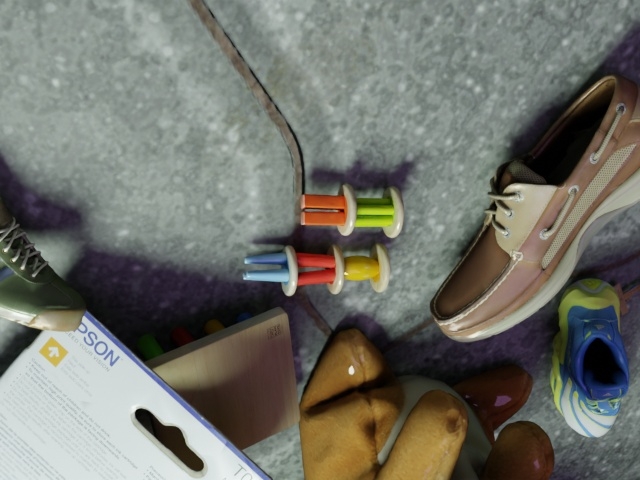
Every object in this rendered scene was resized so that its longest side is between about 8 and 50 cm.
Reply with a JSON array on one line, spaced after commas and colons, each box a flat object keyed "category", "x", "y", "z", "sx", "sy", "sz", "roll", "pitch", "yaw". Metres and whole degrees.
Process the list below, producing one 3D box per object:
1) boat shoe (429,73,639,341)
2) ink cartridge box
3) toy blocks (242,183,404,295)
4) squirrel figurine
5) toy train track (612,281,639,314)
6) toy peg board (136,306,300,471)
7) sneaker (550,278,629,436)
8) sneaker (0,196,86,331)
[{"category": "boat shoe", "x": 0.221, "y": -0.037, "z": 0.875, "sx": 0.116, "sy": 0.123, "sz": 0.324, "roll": 38, "pitch": 98, "yaw": -26}, {"category": "ink cartridge box", "x": -0.215, "y": 0.268, "z": 0.854, "sx": 0.324, "sy": 0.071, "sz": 0.330, "roll": 43, "pitch": 104, "yaw": -1}, {"category": "toy blocks", "x": 0.000, "y": 0.000, "z": 0.855, "sx": 0.148, "sy": 0.054, "sz": 0.123, "roll": -1, "pitch": 122, "yaw": -18}, {"category": "squirrel figurine", "x": 0.107, "y": 0.349, "z": 0.919, "sx": 0.281, "sy": 0.370, "sz": 0.397, "roll": 23, "pitch": 112, "yaw": -29}, {"category": "toy train track", "x": 0.382, "y": 0.061, "z": 1.047, "sx": 0.083, "sy": 0.014, "sz": 0.048, "roll": -30, "pitch": 119, "yaw": -5}, {"category": "toy peg board", "x": -0.116, "y": 0.149, "z": 0.911, "sx": 0.161, "sy": 0.079, "sz": 0.161, "roll": -22, "pitch": 128, "yaw": -23}, {"category": "sneaker", "x": 0.322, "y": 0.170, "z": 1.019, "sx": 0.091, "sy": 0.126, "sz": 0.240, "roll": -6, "pitch": 120, "yaw": 15}, {"category": "sneaker", "x": -0.286, "y": 0.006, "z": 0.735, "sx": 0.192, "sy": 0.064, "sz": 0.086, "roll": 25, "pitch": 106, "yaw": -7}]
